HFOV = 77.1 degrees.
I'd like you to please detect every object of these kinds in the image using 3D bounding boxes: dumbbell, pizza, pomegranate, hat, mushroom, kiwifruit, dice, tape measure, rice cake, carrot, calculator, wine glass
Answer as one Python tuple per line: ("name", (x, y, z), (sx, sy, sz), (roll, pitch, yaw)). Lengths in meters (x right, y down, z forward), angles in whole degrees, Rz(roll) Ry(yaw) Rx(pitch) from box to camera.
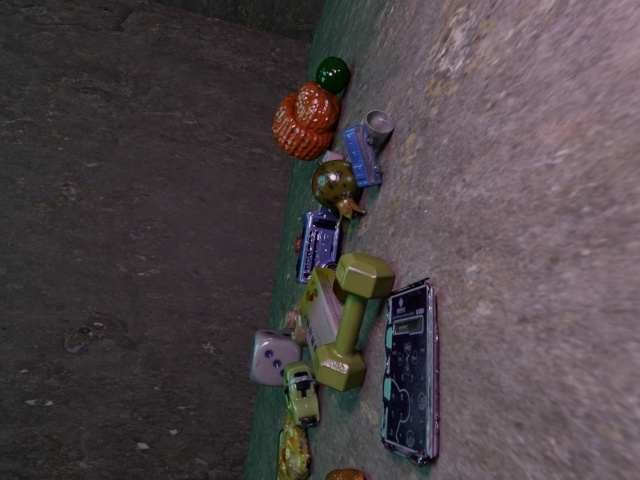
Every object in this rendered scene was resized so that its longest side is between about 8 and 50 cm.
("dumbbell", (0.066, 0.178, 0.864), (0.121, 0.108, 0.301), (-115, 36, -67))
("pizza", (-0.086, 0.673, 1.280), (0.287, 0.075, 0.279), (127, 150, -67))
("pomegranate", (0.046, -0.131, 1.129), (0.156, 0.156, 0.220), (120, 155, -60))
("hat", (0.000, -0.525, 1.642), (0.400, 0.285, 0.285), (-35, 39, 35))
("mushroom", (-0.054, 0.267, 1.336), (0.166, 0.127, 0.166), (-169, 90, -72))
("kiwifruit", (0.071, 0.105, 1.002), (0.124, 0.075, 0.075), (120, 157, -49))
("dice", (-0.187, 0.476, 1.647), (0.194, 0.192, 0.193), (-171, 92, -80))
("tape measure", (-0.060, 0.470, 1.258), (0.200, 0.106, 0.175), (143, 121, -76))
("rice cake", (0.030, -0.149, 1.405), (0.056, 0.073, 0.364), (139, 139, -70))
("carrot", (0.055, 0.497, 0.831), (0.191, 0.047, 0.047), (122, 155, -53))
("calculator", (0.144, 0.207, 0.662), (0.165, 0.028, 0.273), (129, 149, -67))
("wine glass", (0.124, -0.252, 1.027), (0.155, 0.074, 0.073), (119, 158, -57))

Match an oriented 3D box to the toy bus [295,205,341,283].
("toy bus", (0.000, 0.000, 1.271), (0.125, 0.133, 0.291), (156, 123, -77))

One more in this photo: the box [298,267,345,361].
("box", (0.013, 0.222, 1.096), (0.260, 0.062, 0.175), (-113, 35, -50))

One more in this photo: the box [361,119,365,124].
("box", (0.137, -0.309, 1.146), (0.149, 0.020, 0.073), (-120, 41, -73))

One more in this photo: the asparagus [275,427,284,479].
("asparagus", (-0.129, 0.818, 1.420), (0.067, 0.060, 0.277), (-35, 43, 47))

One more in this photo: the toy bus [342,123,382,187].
("toy bus", (0.101, -0.201, 0.973), (0.051, 0.061, 0.152), (-1, 110, 50))

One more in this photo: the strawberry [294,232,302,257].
("strawberry", (-0.042, 0.030, 1.487), (0.131, 0.131, 0.148), (-92, 24, -45))
